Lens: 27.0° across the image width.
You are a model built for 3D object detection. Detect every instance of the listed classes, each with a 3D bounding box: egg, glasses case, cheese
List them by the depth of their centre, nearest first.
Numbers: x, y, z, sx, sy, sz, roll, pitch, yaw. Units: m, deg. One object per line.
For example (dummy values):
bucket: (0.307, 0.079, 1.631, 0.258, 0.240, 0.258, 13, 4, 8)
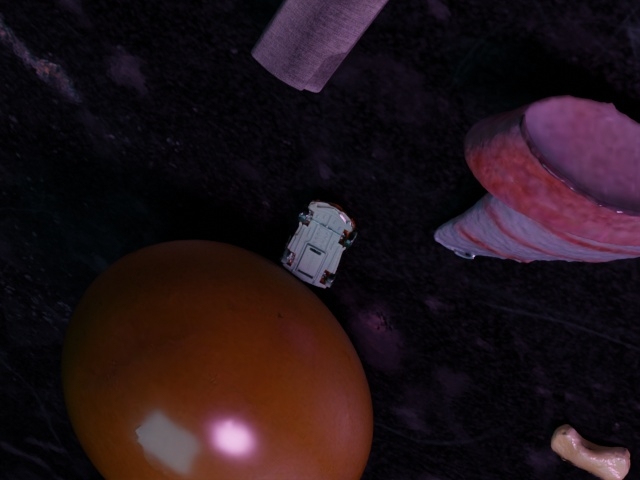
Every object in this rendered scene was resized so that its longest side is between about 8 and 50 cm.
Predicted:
glasses case: (0.014, -0.192, 1.036, 0.070, 0.047, 0.205, 35, 146, -6)
egg: (-0.101, 0.157, 1.362, 0.282, 0.283, 0.351, -14, 132, 47)
cheese: (0.276, 0.217, 1.365, 0.083, 0.030, 0.044, 28, 126, 14)

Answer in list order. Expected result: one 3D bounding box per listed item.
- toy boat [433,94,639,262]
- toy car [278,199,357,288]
toy boat: (0.185, -0.020, 1.102, 0.206, 0.096, 0.282, 21, 157, -10)
toy car: (0.000, 0.000, 1.303, 0.059, 0.035, 0.122, 29, 138, 4)
